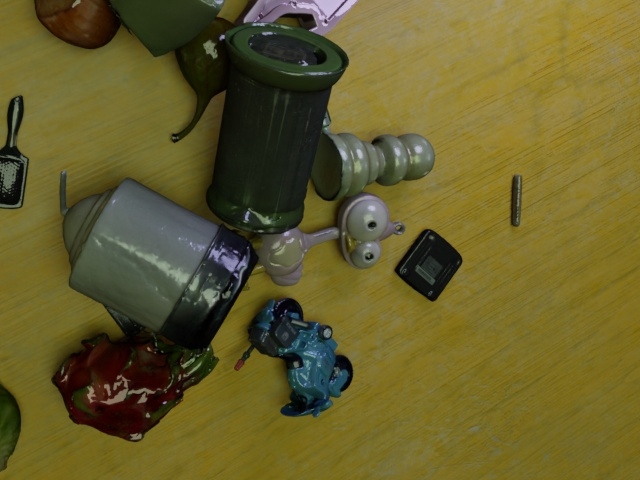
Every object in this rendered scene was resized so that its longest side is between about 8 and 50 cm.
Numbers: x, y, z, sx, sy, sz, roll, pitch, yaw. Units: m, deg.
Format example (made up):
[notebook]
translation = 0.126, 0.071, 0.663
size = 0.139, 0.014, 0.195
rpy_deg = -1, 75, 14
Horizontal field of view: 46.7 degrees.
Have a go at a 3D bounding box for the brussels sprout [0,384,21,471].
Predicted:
[brussels sprout]
translation = -0.584, 0.326, 1.280
size = 0.139, 0.100, 0.181
rpy_deg = -23, 99, -37

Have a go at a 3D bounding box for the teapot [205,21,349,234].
[teapot]
translation = -0.084, -0.190, 1.282
size = 0.200, 0.270, 0.337
rpy_deg = 14, 124, -2

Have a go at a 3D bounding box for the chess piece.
[chess piece]
translation = 0.112, -0.152, 1.437
size = 0.243, 0.133, 0.133
rpy_deg = -9, 105, -27

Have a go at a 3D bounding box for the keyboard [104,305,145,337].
[keyboard]
translation = -0.373, 0.110, 1.358
size = 0.053, 0.010, 0.155
rpy_deg = -34, 112, -11

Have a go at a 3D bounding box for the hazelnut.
[hazelnut]
translation = -0.376, -0.384, 1.180
size = 0.150, 0.150, 0.150
rpy_deg = -5, 104, -21

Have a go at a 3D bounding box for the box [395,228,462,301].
[box]
translation = 0.235, 0.052, 1.582
size = 0.126, 0.027, 0.125
rpy_deg = 38, 86, -25

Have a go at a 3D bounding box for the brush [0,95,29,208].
[brush]
translation = -0.519, -0.147, 1.237
size = 0.063, 0.016, 0.193
rpy_deg = 7, 99, -24

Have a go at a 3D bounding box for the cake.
[cake]
translation = -0.253, -0.447, 1.118
size = 0.283, 0.172, 0.158
rpy_deg = 51, 37, -45

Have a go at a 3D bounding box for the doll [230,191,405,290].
[doll]
translation = 0.000, 0.000, 1.440
size = 0.365, 0.094, 0.160
rpy_deg = -10, 108, -19

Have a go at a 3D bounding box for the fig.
[fig]
translation = -0.210, -0.273, 1.289
size = 0.124, 0.124, 0.236
rpy_deg = 13, 107, -24

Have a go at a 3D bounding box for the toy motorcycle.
[toy motorcycle]
translation = -0.045, 0.245, 1.470
size = 0.272, 0.124, 0.182
rpy_deg = 51, 59, -25

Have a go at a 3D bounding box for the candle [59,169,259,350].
[candle]
translation = -0.290, 0.026, 1.245
size = 0.342, 0.221, 0.221
rpy_deg = 29, 90, -7

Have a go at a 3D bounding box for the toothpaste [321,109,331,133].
[toothpaste]
translation = -0.017, -0.291, 1.401
size = 0.049, 0.031, 0.204
rpy_deg = -24, 107, -17

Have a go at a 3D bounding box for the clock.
[clock]
translation = -0.062, -0.485, 1.304
size = 0.275, 0.080, 0.290
rpy_deg = 42, 80, -23

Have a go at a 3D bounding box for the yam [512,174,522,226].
[yam]
translation = 0.434, -0.087, 1.634
size = 0.021, 0.021, 0.116
rpy_deg = -5, 103, -21

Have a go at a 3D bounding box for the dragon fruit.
[dragon fruit]
translation = -0.334, 0.232, 1.321
size = 0.269, 0.198, 0.200
rpy_deg = -43, 88, -9
